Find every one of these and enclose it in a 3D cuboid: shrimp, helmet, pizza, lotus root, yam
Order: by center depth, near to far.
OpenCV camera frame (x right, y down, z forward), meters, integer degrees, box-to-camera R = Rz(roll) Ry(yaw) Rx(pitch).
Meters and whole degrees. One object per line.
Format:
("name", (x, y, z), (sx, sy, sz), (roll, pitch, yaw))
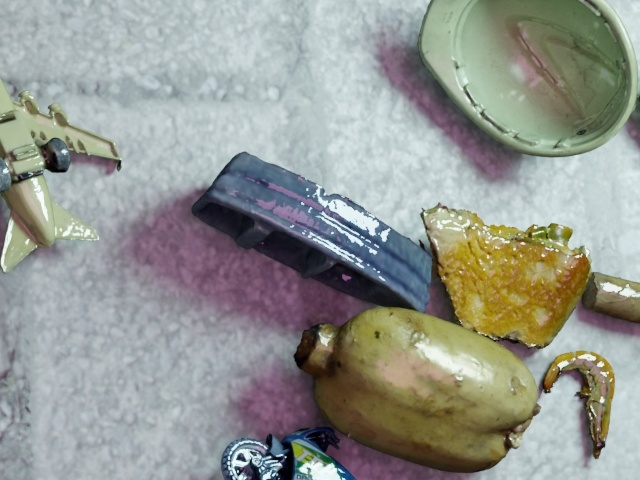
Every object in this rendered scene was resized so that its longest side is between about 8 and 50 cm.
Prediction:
("lotus root", (0.106, 0.160, 1.661), (0.284, 0.146, 0.160), (22, 86, -10))
("pizza", (0.201, 0.041, 1.749), (0.226, 0.069, 0.147), (11, 95, -16))
("helmet", (0.251, -0.221, 1.764), (0.257, 0.137, 0.204), (40, 113, 2))
("shrimp", (0.303, 0.191, 1.773), (0.091, 0.025, 0.127), (-1, 78, -14))
("yam", (0.423, 0.085, 1.808), (0.241, 0.057, 0.057), (14, 79, -11))

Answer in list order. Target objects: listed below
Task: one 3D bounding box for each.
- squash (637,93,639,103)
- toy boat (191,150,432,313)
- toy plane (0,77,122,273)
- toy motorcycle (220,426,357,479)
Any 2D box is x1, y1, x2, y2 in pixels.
("squash", (0.537, -0.133, 1.831), (0.289, 0.111, 0.203), (46, 106, -1))
("toy boat", (0.000, 0.000, 1.671), (0.283, 0.127, 0.078), (26, 71, -12))
("toy plane", (-0.334, -0.100, 1.618), (0.242, 0.104, 0.256), (-22, 95, -31))
("toy motorcycle", (0.013, 0.285, 1.635), (0.254, 0.092, 0.135), (42, 48, 1))
